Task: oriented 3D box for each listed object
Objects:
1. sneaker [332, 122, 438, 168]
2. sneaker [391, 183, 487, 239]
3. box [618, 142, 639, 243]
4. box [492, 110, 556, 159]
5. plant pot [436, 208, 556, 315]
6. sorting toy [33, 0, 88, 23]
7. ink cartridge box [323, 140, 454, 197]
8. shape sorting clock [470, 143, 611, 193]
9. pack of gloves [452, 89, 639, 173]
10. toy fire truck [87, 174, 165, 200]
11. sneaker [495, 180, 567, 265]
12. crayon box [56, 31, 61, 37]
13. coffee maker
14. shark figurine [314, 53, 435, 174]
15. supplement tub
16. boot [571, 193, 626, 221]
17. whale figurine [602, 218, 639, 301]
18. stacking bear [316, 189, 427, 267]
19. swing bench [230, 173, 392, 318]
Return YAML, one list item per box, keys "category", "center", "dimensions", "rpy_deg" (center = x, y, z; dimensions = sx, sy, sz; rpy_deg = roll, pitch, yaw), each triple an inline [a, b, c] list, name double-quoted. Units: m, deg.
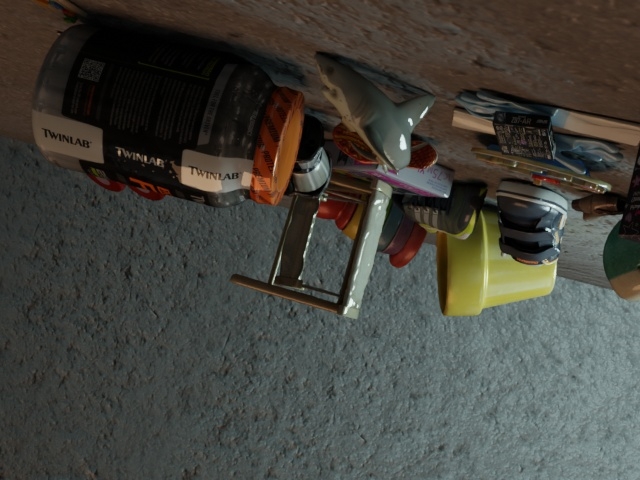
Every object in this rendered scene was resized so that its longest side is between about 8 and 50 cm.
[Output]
- category: "sneaker"
  center: [0.103, -0.149, 1.424]
  dimensions: [0.175, 0.064, 0.067]
  rpy_deg: [18, -173, 2]
- category: "sneaker"
  center: [0.234, -0.071, 1.778]
  dimensions: [0.121, 0.111, 0.300]
  rpy_deg: [22, 172, -17]
- category: "box"
  center: [0.478, -0.035, 0.937]
  dimensions: [0.247, 0.142, 0.163]
  rpy_deg: [16, 176, -16]
- category: "box"
  center: [0.249, -0.127, 1.067]
  dimensions: [0.067, 0.018, 0.083]
  rpy_deg: [9, 162, 24]
- category: "plant pot"
  center: [0.387, 0.039, 1.947]
  dimensions: [0.238, 0.254, 0.254]
  rpy_deg: [-1, 176, 1]
- category: "sorting toy"
  center: [-0.343, -0.306, 1.171]
  dimensions: [0.062, 0.012, 0.083]
  rpy_deg: [13, 176, 23]
- category: "ink cartridge box"
  center: [0.085, -0.139, 1.687]
  dimensions: [0.185, 0.065, 0.311]
  rpy_deg: [18, 177, -36]
- category: "shape sorting clock"
  center: [0.318, -0.101, 1.273]
  dimensions: [0.206, 0.040, 0.206]
  rpy_deg: [12, -177, -1]
- category: "pack of gloves"
  center: [0.277, -0.128, 1.112]
  dimensions: [0.232, 0.046, 0.195]
  rpy_deg: [14, 178, 9]
- category: "toy fire truck"
  center: [-0.405, -0.229, 1.769]
  dimensions: [0.302, 0.169, 0.254]
  rpy_deg: [12, 152, 36]
- category: "sneaker"
  center: [0.402, -0.022, 1.670]
  dimensions: [0.126, 0.128, 0.321]
  rpy_deg: [15, 176, 26]
- category: "crayon box"
  center: [-0.276, -0.236, 1.453]
  dimensions: [0.322, 0.083, 0.203]
  rpy_deg: [16, 176, -10]
- category: "coffee maker"
  center: [-0.070, -0.146, 1.486]
  dimensions: [0.171, 0.120, 0.178]
  rpy_deg: [-11, 163, 3]
- category: "shark figurine"
  center: [0.103, -0.149, 1.156]
  dimensions: [0.166, 0.116, 0.278]
  rpy_deg: [50, -176, 24]
- category: "supplement tub"
  center: [-0.204, -0.166, 1.221]
  dimensions: [0.337, 0.207, 0.207]
  rpy_deg: [15, 177, 7]
- category: "boot"
  center: [0.486, -0.054, 1.491]
  dimensions: [0.087, 0.042, 0.118]
  rpy_deg: [1, 175, 42]
- category: "whale figurine"
  center: [0.580, 0.007, 1.471]
  dimensions: [0.272, 0.141, 0.216]
  rpy_deg: [-13, 168, -48]
- category: "stacking bear"
  center: [0.100, -0.067, 2.072]
  dimensions: [0.288, 0.176, 0.164]
  rpy_deg: [23, 177, -10]
- category: "swing bench"
  center: [0.000, 0.000, 1.674]
  dimensions: [0.254, 0.253, 0.165]
  rpy_deg: [15, 176, 24]
